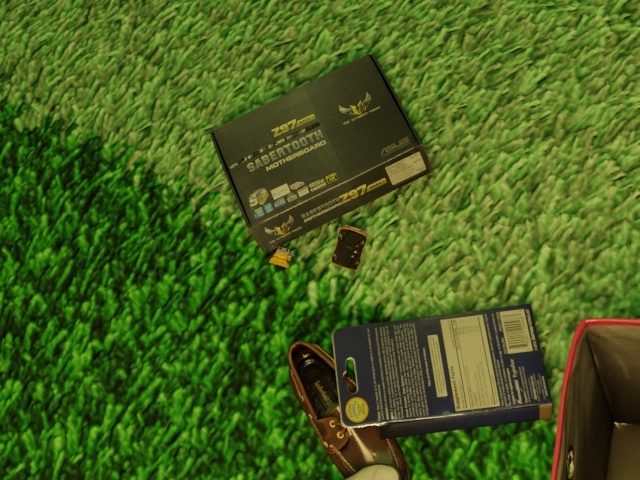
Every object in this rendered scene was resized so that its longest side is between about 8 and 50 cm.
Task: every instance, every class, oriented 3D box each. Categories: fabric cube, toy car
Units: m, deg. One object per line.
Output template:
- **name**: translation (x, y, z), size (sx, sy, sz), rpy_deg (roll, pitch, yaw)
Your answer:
- **fabric cube**: translation (0.364, 0.243, 1.372), size (0.259, 0.258, 0.254), rpy_deg (3, 63, 20)
- **toy car**: translation (0.000, 0.000, 1.758), size (0.122, 0.060, 0.040), rpy_deg (4, 35, 14)

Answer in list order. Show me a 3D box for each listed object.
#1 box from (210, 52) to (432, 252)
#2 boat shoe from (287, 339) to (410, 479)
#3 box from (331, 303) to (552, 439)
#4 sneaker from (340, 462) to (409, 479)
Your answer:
- **box**: translation (-0.002, -0.110, 1.811), size (0.233, 0.059, 0.183), rpy_deg (-25, 48, 2)
- **boat shoe**: translation (0.024, 0.197, 1.624), size (0.073, 0.073, 0.207), rpy_deg (-36, 57, -7)
- **box**: translation (0.129, 0.144, 1.608), size (0.225, 0.036, 0.136), rpy_deg (-6, 51, 0)
- **sneaker**: translation (0.050, 0.313, 1.472), size (0.182, 0.127, 0.315), rpy_deg (-41, 26, -18)
